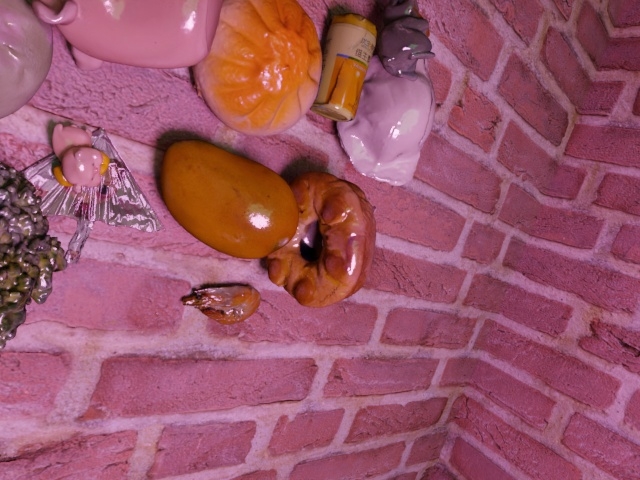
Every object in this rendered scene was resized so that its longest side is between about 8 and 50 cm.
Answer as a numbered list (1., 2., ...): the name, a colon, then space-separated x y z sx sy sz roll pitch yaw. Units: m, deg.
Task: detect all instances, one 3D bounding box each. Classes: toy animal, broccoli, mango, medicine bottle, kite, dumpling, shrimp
1. toy animal: -0.416 -0.144 0.748 0.091 0.082 0.114 -8 109 -38
2. broccoli: -0.540 0.009 0.574 0.272 0.324 0.334 -46 125 4
3. mango: -0.193 -0.083 0.903 0.317 0.173 0.211 32 99 -25
4. medicine bottle: 0.056 -0.414 1.017 0.124 0.124 0.239 10 99 -42
5. toy animal: 0.192 -0.523 1.029 0.127 0.125 0.251 15 60 -52
6. kite: -0.445 -0.082 0.809 0.323 0.013 0.268 8 100 -39
7. toy animal: -0.282 -0.384 0.669 0.256 0.195 0.213 1 90 -9
8. dumpling: 0.172 -0.339 1.120 0.260 0.181 0.341 5 117 -17
9. shrimp: -0.240 0.162 1.055 0.217 0.051 0.115 9 103 -44

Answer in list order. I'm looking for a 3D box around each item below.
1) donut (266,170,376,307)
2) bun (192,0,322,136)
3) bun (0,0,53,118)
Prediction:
1. donut: 0.000 0.000 1.036 0.150 0.299 0.317 0 132 -54
2. bun: -0.111 -0.359 0.875 0.299 0.165 0.299 -15 115 -34
3. bun: -0.507 -0.289 0.562 0.283 0.179 0.283 -19 120 -36
